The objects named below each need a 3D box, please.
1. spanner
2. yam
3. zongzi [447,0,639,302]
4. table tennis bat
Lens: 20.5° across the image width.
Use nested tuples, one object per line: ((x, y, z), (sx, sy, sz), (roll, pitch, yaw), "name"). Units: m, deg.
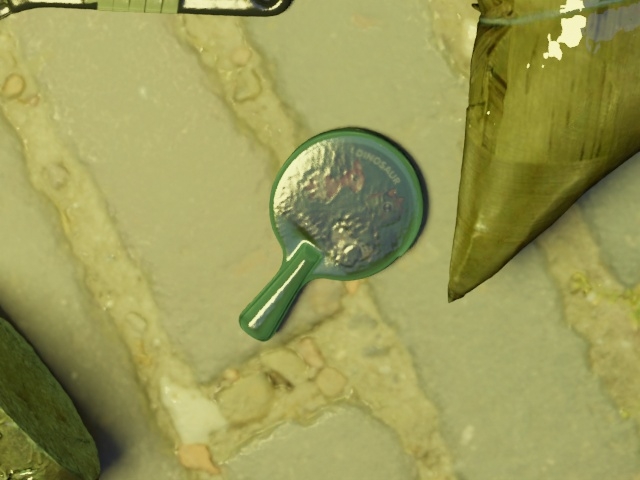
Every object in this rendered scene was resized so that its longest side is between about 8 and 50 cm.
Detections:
((-0.180, -0.199, 1.434), (0.315, 0.024, 0.087), (2, 106, 4), "spanner")
((-0.327, 0.202, 1.461), (0.271, 0.202, 0.201), (-36, 134, 8), "yam")
((0.279, -0.127, 1.325), (0.356, 0.174, 0.393), (5, 104, 6), "zongzi")
((0.000, 0.000, 1.462), (0.124, 0.033, 0.201), (37, 100, -2), "table tennis bat")
